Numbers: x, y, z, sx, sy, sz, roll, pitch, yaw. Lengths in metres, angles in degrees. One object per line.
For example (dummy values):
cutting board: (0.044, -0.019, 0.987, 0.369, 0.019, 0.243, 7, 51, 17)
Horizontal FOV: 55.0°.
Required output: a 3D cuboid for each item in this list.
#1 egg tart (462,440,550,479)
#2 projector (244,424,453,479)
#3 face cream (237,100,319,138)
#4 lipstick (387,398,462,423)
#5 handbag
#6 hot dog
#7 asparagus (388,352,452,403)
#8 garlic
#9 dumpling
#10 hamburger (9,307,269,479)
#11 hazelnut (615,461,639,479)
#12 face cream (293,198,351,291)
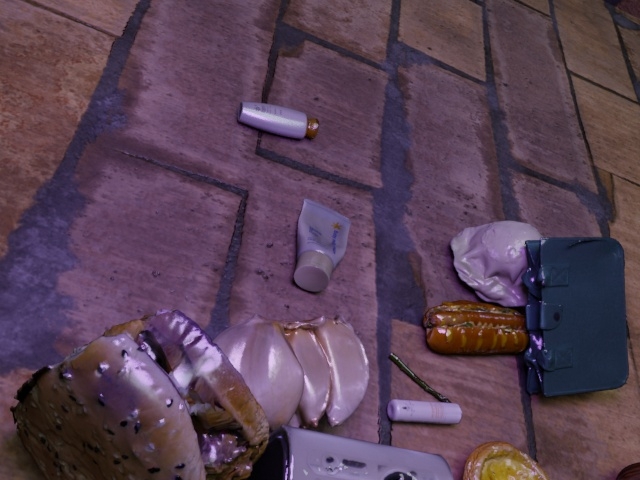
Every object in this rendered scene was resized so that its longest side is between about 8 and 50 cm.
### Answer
egg tart: (0.327, 0.450, 1.083, 0.191, 0.074, 0.191, 13, 53, -18)
projector: (0.022, 0.413, 0.834, 0.249, 0.248, 0.249, 16, 53, -17)
face cream: (-0.094, -0.269, 1.377, 0.182, 0.051, 0.072, 9, 56, -21)
lipstick: (0.191, 0.315, 1.128, 0.141, 0.040, 0.040, 9, 55, -21)
handbag: (0.534, 0.156, 1.289, 0.238, 0.089, 0.327, -1, 90, -24)
hot dog: (0.330, 0.179, 1.278, 0.268, 0.072, 0.115, 2, 50, -26)
asparagus: (0.196, 0.272, 1.177, 0.163, 0.016, 0.016, 39, 30, 3)
garlic: (-0.067, 0.229, 0.973, 0.281, 0.184, 0.203, 10, 60, -47)
dumpling: (0.414, 0.054, 1.356, 0.258, 0.147, 0.193, 6, 62, 6)
hamburger: (-0.222, 0.242, 0.789, 0.277, 0.318, 0.195, 50, 41, 3)
hazelnut: (0.664, 0.517, 1.158, 0.210, 0.210, 0.186, -21, 93, -36)
face cream: (0.000, 0.000, 1.241, 0.114, 0.070, 0.224, 26, 41, -10)
